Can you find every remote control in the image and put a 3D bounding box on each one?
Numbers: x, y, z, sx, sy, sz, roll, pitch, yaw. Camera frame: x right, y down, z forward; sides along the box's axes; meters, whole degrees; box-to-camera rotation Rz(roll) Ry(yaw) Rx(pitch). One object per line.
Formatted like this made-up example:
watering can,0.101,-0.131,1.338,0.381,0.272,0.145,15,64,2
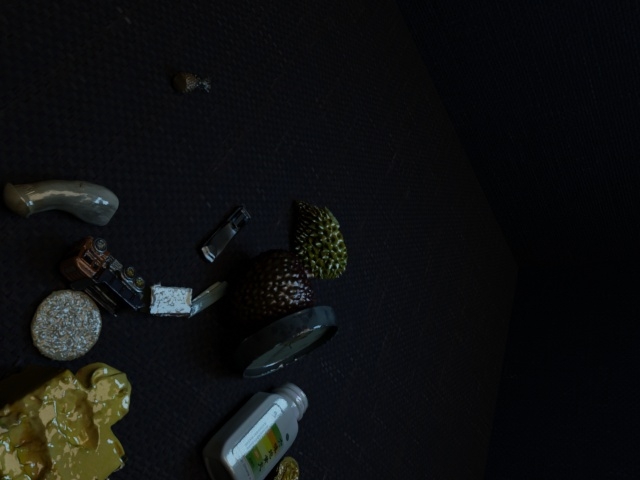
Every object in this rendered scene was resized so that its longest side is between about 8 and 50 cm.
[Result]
remote control,-0.269,-0.021,1.405,0.059,0.028,0.212,60,43,-27

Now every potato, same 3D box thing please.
potato,-0.380,0.146,1.213,0.122,0.061,0.086,12,75,-48

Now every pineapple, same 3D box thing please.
pineapple,-0.351,-0.435,1.364,0.124,0.058,0.058,-34,111,-64

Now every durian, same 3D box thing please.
durian,0.000,0.000,1.654,0.307,0.172,0.166,64,17,-10

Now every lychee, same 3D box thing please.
lychee,-0.138,0.148,1.394,0.271,0.235,0.236,-27,107,-27

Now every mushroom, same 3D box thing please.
mushroom,-0.539,-0.085,1.034,0.081,0.092,0.223,47,23,27

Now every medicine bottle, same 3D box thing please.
medicine bottle,-0.166,0.536,1.371,0.324,0.124,0.179,-37,112,-49

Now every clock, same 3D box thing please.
clock,-0.090,0.283,1.366,0.312,0.312,0.062,2,53,-51

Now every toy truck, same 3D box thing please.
toy truck,-0.470,0.085,1.076,0.192,0.083,0.092,54,33,-31

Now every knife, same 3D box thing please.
knife,-0.307,0.154,1.332,0.162,0.023,0.044,-35,113,-49

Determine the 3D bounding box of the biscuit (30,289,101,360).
biscuit,-0.535,0.179,1.043,0.152,0.020,0.152,9,79,-51

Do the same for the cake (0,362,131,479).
cake,-0.499,0.353,0.894,0.286,0.227,0.223,-36,111,-48

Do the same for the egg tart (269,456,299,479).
egg tart,-0.110,0.712,1.471,0.128,0.049,0.129,12,75,-56
